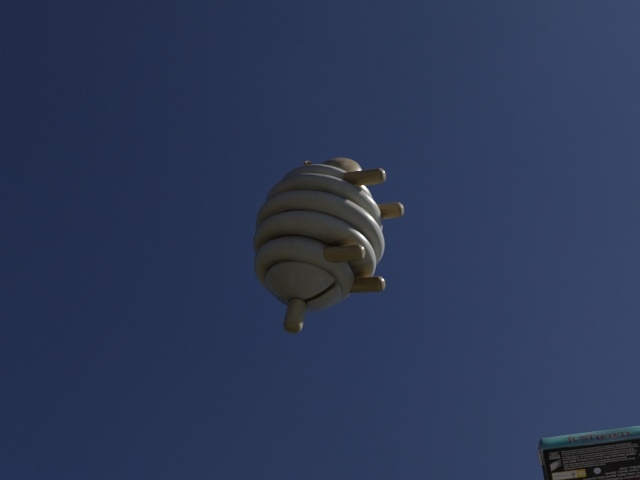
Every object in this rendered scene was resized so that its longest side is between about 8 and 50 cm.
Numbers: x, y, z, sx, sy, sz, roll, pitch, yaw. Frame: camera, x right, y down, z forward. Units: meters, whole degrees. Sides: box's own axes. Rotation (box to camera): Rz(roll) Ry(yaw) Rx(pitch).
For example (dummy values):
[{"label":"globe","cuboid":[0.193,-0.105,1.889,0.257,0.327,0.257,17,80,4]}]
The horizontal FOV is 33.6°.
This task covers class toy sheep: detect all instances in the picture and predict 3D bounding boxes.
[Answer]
[{"label":"toy sheep","cuboid":[0.000,0.000,0.664,0.091,0.132,0.091,12,-38,10]}]

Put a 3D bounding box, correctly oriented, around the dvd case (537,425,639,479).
[{"label":"dvd case","cuboid":[0.148,0.136,0.468,0.087,0.013,0.119,-10,-75,10]}]
